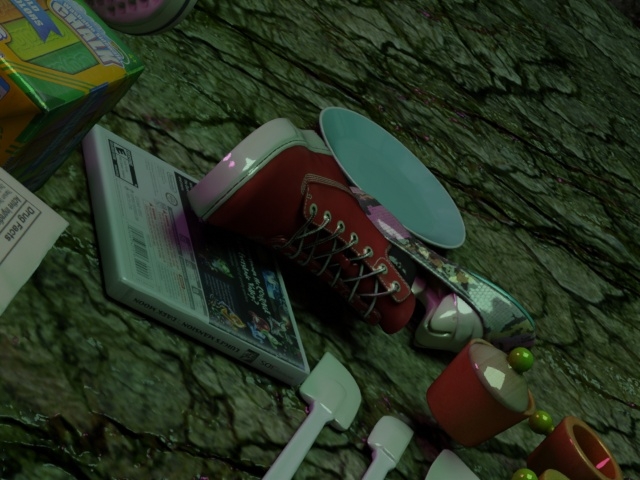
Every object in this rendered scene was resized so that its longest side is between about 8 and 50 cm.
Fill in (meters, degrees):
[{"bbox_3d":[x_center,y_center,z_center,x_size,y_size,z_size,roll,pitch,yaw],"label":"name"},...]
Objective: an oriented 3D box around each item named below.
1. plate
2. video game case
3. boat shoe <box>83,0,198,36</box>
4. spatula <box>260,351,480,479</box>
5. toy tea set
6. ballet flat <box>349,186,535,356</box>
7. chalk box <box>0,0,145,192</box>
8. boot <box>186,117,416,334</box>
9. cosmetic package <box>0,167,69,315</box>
[{"bbox_3d":[0.064,-0.056,1.629,0.188,0.024,0.188,36,22,-18],"label":"plate"},{"bbox_3d":[-0.095,0.010,1.246,0.173,0.022,0.190,29,26,-32],"label":"video game case"},{"bbox_3d":[-0.185,-0.351,1.525,0.156,0.187,0.500,17,29,-38],"label":"boat shoe"},{"bbox_3d":[0.039,0.174,1.186,0.168,0.019,0.242,44,22,-2],"label":"spatula"},{"bbox_3d":[0.235,0.192,1.320,0.336,0.124,0.200,37,23,-29],"label":"toy tea set"},{"bbox_3d":[0.082,0.042,1.440,0.221,0.077,0.079,39,41,0],"label":"ballet flat"},{"bbox_3d":[-0.215,-0.107,1.098,0.132,0.132,0.213,44,22,-1],"label":"chalk box"},{"bbox_3d":[0.000,0.000,1.289,0.176,0.088,0.244,53,16,8],"label":"boot"},{"bbox_3d":[-0.299,-0.043,0.870,0.309,0.113,0.160,41,22,-8],"label":"cosmetic package"}]
